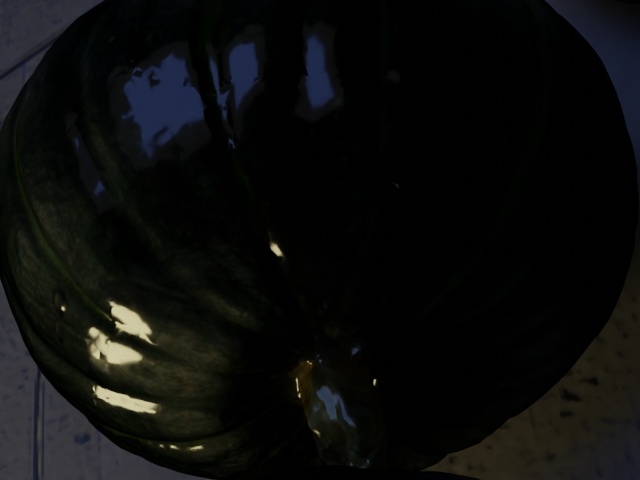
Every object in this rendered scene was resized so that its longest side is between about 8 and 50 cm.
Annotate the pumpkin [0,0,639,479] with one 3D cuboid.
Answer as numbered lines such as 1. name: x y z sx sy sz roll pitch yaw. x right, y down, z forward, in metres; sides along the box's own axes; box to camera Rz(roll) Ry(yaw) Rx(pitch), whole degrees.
1. pumpkin: 0.000 0.000 0.639 0.250 0.250 0.216 -32 46 23

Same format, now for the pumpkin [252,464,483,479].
1. pumpkin: -0.010 0.199 0.484 0.296 0.296 0.296 -24 48 30

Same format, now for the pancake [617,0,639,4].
1. pancake: 0.190 -0.195 0.749 0.242 0.050 0.242 -20 47 22
